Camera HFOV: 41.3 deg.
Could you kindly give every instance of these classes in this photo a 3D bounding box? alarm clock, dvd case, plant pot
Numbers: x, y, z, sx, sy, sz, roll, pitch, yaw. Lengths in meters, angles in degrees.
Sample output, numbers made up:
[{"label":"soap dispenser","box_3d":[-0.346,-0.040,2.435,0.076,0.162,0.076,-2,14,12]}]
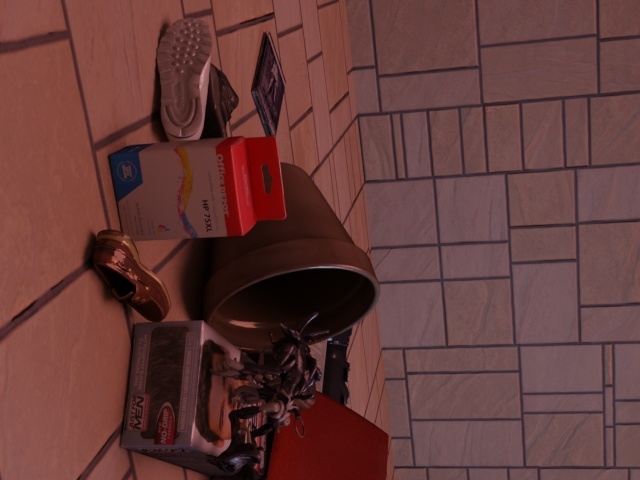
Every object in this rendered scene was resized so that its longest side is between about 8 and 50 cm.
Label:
[{"label":"alarm clock","box_3d":[-0.049,0.267,1.554,0.129,0.064,0.192,49,26,-58]},{"label":"dvd case","box_3d":[-0.124,-0.373,2.056,0.164,0.018,0.221,71,21,-49]},{"label":"plant pot","box_3d":[-0.077,0.016,1.593,0.323,0.323,0.280,65,9,-60]},{"label":"plant pot","box_3d":[-0.006,0.469,1.658,0.267,0.236,0.267,111,-8,-45]}]

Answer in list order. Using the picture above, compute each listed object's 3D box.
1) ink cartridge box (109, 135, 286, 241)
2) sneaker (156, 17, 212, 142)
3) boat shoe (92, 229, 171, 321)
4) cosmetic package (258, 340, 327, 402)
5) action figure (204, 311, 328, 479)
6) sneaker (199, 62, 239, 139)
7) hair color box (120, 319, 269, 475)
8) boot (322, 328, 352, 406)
[{"label":"ink cartridge box","box_3d":[-0.175,-0.076,1.233,0.078,0.231,0.134,-57,142,-70]},{"label":"sneaker","box_3d":[-0.228,-0.264,1.432,0.095,0.090,0.235,91,4,-71]},{"label":"boat shoe","box_3d":[-0.268,0.062,1.185,0.178,0.064,0.060,66,29,-44]},{"label":"cosmetic package","box_3d":[-0.054,0.215,1.851,0.160,0.113,0.309,55,40,-66]},{"label":"action figure","box_3d":[-0.089,0.224,1.262,0.164,0.141,0.275,71,36,-47]},{"label":"sneaker","box_3d":[-0.192,-0.210,1.535,0.130,0.087,0.227,-7,88,-71]},{"label":"hair color box","box_3d":[-0.186,0.270,1.381,0.374,0.114,0.185,58,32,-65]},{"label":"boot","box_3d":[-0.001,0.347,2.203,0.367,0.146,0.445,67,28,-54]}]
